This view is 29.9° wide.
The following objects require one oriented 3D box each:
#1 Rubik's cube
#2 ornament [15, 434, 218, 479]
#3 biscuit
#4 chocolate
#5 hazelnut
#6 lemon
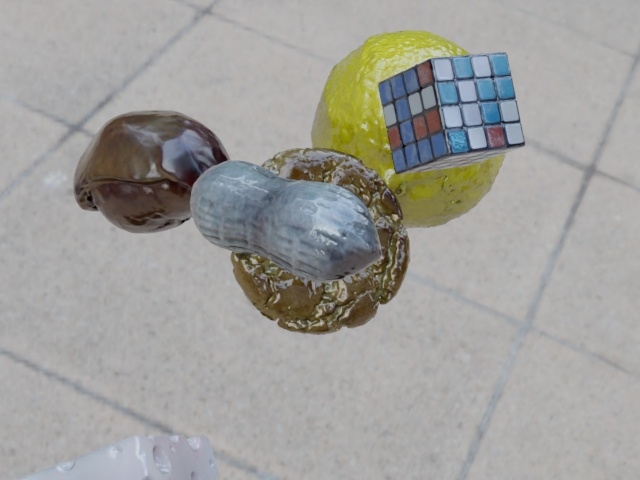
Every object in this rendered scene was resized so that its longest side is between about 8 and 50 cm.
[{"bbox_3d":[0.122,-0.118,1.124,0.092,0.092,0.092,-10,86,-30],"label":"Rubik's cube"},{"bbox_3d":[-0.266,0.409,1.604,0.239,0.240,0.239,-21,75,13],"label":"ornament"},{"bbox_3d":[0.000,0.000,1.349,0.226,0.042,0.226,3,83,-22],"label":"biscuit"},{"bbox_3d":[-0.028,-0.015,0.882,0.167,0.072,0.072,20,35,37],"label":"chocolate"},{"bbox_3d":[-0.204,-0.082,1.492,0.202,0.160,0.170,20,20,36],"label":"hazelnut"},{"bbox_3d":[0.123,-0.154,1.628,0.268,0.268,0.322,17,33,1],"label":"lemon"}]
